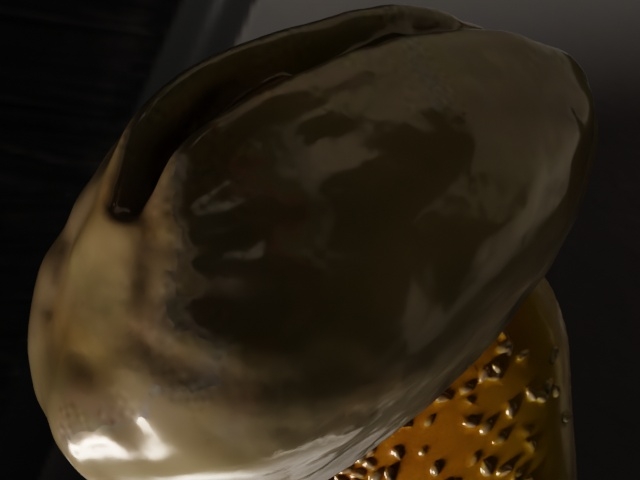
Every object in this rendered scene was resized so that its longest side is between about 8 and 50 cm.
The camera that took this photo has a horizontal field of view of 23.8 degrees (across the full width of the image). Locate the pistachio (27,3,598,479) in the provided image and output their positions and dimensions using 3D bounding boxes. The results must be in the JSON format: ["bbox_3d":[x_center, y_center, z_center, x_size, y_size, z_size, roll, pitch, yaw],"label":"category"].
[{"bbox_3d":[0.000,0.000,0.500,0.126,0.223,0.152,23,143,44],"label":"pistachio"}]

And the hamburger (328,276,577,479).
[{"bbox_3d":[0.039,0.106,0.913,0.227,0.151,0.295,-4,109,15],"label":"hamburger"}]
